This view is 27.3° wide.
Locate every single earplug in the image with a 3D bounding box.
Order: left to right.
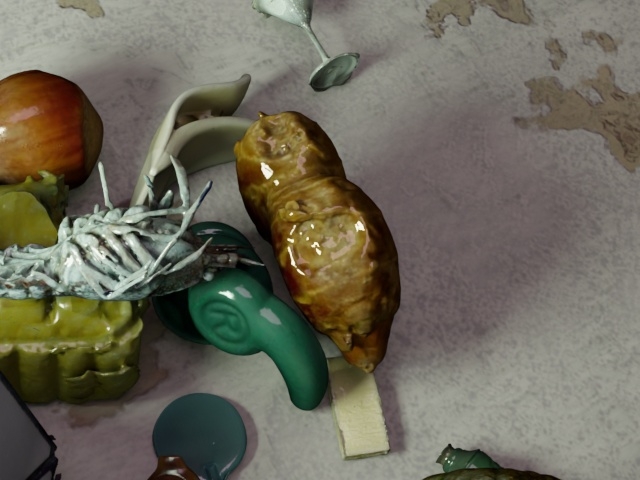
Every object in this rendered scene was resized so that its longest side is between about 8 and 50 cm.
[{"bbox_3d":[-0.104,0.084,1.789,0.257,0.164,0.280,15,31,-26],"label":"earplug"}]

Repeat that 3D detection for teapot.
[{"bbox_3d":[-0.192,0.337,1.662,0.098,0.078,0.129,0,71,17],"label":"teapot"}]

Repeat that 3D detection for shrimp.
[{"bbox_3d":[-0.280,0.005,1.615,0.411,0.166,0.221,-12,30,-9],"label":"shrimp"}]

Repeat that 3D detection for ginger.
[{"bbox_3d":[0.003,0.007,1.784,0.152,0.274,0.357,-24,58,-10],"label":"ginger"}]

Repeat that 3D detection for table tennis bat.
[{"bbox_3d":[-0.148,0.292,1.736,0.124,0.033,0.201,-16,61,-13],"label":"table tennis bat"}]

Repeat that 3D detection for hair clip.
[{"bbox_3d":[-0.184,-0.149,1.921,0.282,0.172,0.113,-30,76,-33],"label":"hair clip"}]

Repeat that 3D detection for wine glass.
[{"bbox_3d":[-0.016,-0.334,2.077,0.122,0.122,0.183,-25,71,-20],"label":"wine glass"}]

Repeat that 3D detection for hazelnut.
[{"bbox_3d":[-0.409,-0.143,1.871,0.186,0.210,0.210,33,56,-23],"label":"hazelnut"}]

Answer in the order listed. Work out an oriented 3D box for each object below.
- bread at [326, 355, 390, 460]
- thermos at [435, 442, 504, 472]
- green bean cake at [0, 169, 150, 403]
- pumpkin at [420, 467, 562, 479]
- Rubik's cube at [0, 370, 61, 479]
[{"bbox_3d":[0.049,0.226,1.804,0.068,0.028,0.153,-7,62,-12],"label":"bread"},{"bbox_3d":[0.236,0.341,1.745,0.188,0.083,0.073,36,37,14],"label":"thermos"},{"bbox_3d":[-0.372,0.050,1.748,0.285,0.202,0.310,-2,60,-11],"label":"green bean cake"},{"bbox_3d":[0.207,0.389,1.567,0.321,0.320,0.192,6,58,-4],"label":"pumpkin"},{"bbox_3d":[-0.508,0.302,1.492,0.307,0.310,0.305,5,60,12],"label":"Rubik's cube"}]
